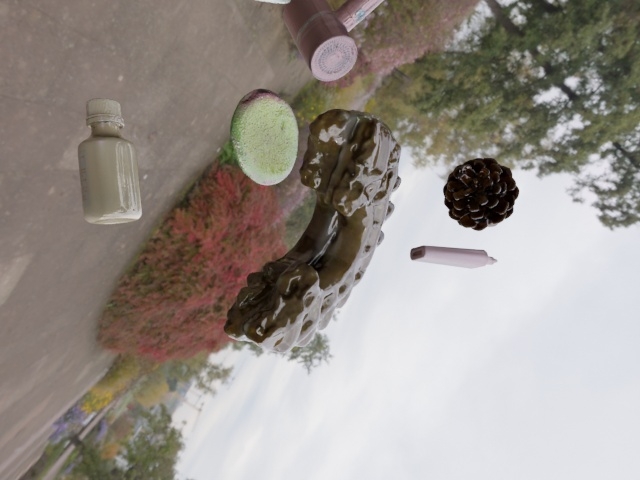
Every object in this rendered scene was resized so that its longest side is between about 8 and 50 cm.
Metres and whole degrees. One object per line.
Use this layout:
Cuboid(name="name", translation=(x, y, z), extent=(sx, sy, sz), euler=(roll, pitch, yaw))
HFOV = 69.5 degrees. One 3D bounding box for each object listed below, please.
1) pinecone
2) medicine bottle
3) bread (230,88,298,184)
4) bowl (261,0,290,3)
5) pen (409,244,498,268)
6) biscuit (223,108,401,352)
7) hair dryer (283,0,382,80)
Cuboid(name="pinecone", translation=(0.426, -0.127, 1.241), extent=(0.207, 0.208, 0.208), euler=(-56, -175, 7))
Cuboid(name="medicine bottle", translation=(-0.441, -0.164, 0.959), extent=(0.114, 0.114, 0.252), euler=(161, -77, -82))
Cuboid(name="bread", translation=(-0.122, -0.244, 1.094), extent=(0.034, 0.228, 0.228), euler=(6, -128, 36))
Cuboid(name="bowl", translation=(-0.155, -0.423, 0.597), extent=(0.277, 0.277, 0.145), euler=(-64, 176, -57))
Cuboid(name="pen", translation=(0.253, 0.030, 0.841), extent=(0.053, 0.197, 0.032), euler=(-24, -117, 57))
Cuboid(name="biscuit", translation=(0.010, -0.006, 0.697), extent=(0.366, 0.115, 0.268), euler=(-61, 160, 2))
Cuboid(name="hair dryer", translation=(0.085, -0.567, 1.092), extent=(0.352, 0.210, 0.125), euler=(-34, 150, 20))
